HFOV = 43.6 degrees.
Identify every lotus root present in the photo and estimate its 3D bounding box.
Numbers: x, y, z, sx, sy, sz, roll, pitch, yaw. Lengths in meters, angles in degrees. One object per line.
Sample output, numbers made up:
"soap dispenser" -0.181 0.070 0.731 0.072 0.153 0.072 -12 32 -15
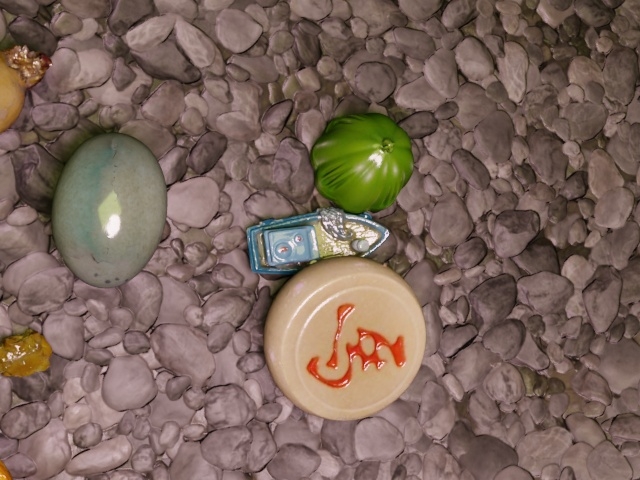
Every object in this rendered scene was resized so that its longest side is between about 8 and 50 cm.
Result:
"lotus root" -0.560 -0.206 1.172 0.342 0.151 0.169 -24 91 -13
"lotus root" 0.088 -0.140 1.330 0.186 0.186 0.186 2 83 -15

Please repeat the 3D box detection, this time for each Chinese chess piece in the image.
"Chinese chess piece" 0.041 0.156 1.283 0.273 0.102 0.273 -4 103 -19

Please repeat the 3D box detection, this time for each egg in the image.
"egg" -0.318 -0.046 1.209 0.169 0.169 0.237 6 80 -14

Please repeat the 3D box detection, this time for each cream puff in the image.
"cream puff" -0.454 0.171 1.211 0.083 0.083 0.058 -44 51 -4

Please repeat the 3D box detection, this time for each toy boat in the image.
"toy boat" 0.000 0.000 1.327 0.237 0.098 0.109 -7 89 -16

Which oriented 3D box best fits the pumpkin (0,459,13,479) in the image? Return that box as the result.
"pumpkin" -0.514 0.333 1.105 0.139 0.190 0.281 -30 91 -15
